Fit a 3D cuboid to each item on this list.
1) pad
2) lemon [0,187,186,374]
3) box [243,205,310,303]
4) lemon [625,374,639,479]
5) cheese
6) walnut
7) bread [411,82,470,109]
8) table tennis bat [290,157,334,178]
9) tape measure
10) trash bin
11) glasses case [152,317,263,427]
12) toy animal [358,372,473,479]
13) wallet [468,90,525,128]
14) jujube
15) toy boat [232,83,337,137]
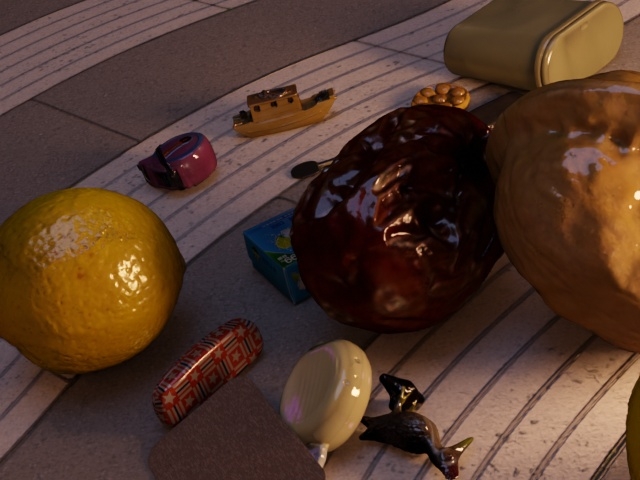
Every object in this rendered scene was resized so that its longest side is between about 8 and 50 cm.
[{"bbox_3d":[-0.110,0.283,1.530,0.176,0.002,0.266,-40,38,-5],"label":"pad"},{"bbox_3d":[-0.340,0.056,1.765,0.293,0.293,0.293,-10,34,6],"label":"lemon"},{"bbox_3d":[0.000,0.001,1.896,0.194,0.073,0.139,-27,35,-19],"label":"box"},{"bbox_3d":[0.467,0.197,1.218,0.348,0.347,0.348,-10,34,6],"label":"lemon"},{"bbox_3d":[-0.002,0.232,1.542,0.137,0.064,0.227,-28,37,41],"label":"cheese"},{"bbox_3d":[0.405,-0.040,1.556,0.384,0.383,0.383,-10,34,6],"label":"walnut"},{"bbox_3d":[0.218,-0.254,2.239,0.110,0.024,0.110,-10,34,7],"label":"bread"},{"bbox_3d":[-0.012,-0.128,2.151,0.083,0.007,0.050,-19,33,-5],"label":"table tennis bat"},{"bbox_3d":[-0.249,-0.140,2.197,0.118,0.074,0.125,-38,35,-23],"label":"tape measure"},{"bbox_3d":[0.388,-0.364,2.262,0.247,0.121,0.243,17,44,43],"label":"trash bin"},{"bbox_3d":[-0.159,0.176,1.695,0.049,0.073,0.194,9,38,43],"label":"glasses case"},{"bbox_3d":[0.113,0.238,1.530,0.105,0.070,0.202,-38,41,-12],"label":"toy animal"},{"bbox_3d":[0.298,-0.221,2.165,0.157,0.018,0.082,-28,35,-21],"label":"wallet"},{"bbox_3d":[0.122,-0.028,1.710,0.277,0.276,0.377,11,42,33],"label":"jujube"},{"bbox_3d":[-0.068,-0.247,2.283,0.201,0.077,0.057,-13,32,2],"label":"toy boat"}]
